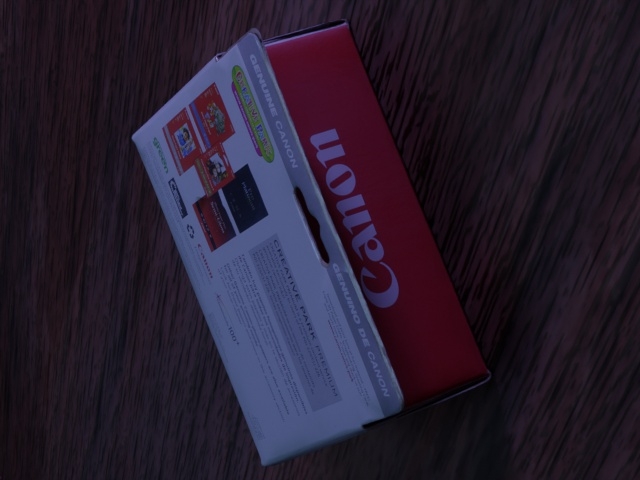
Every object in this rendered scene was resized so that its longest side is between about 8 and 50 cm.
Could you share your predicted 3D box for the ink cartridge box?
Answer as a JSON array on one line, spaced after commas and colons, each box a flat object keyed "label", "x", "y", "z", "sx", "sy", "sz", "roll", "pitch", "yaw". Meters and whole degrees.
[{"label": "ink cartridge box", "x": 0.000, "y": 0.000, "z": 1.320, "sx": 0.272, "sy": 0.130, "sz": 0.309, "roll": -30, "pitch": 80, "yaw": 61}]
